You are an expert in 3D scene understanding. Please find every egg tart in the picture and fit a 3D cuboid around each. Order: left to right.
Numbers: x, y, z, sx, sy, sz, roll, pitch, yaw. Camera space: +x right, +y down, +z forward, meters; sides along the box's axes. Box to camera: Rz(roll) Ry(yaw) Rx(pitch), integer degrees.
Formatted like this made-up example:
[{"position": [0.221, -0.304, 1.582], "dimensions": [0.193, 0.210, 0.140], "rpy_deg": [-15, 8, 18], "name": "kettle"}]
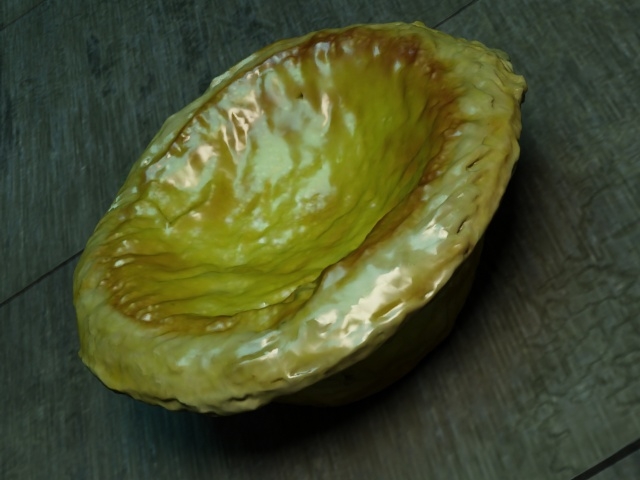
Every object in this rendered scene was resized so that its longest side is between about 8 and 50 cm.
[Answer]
[{"position": [0.000, 0.000, 1.025], "dimensions": [0.319, 0.128, 0.319], "rpy_deg": [-24, 34, 18], "name": "egg tart"}]
